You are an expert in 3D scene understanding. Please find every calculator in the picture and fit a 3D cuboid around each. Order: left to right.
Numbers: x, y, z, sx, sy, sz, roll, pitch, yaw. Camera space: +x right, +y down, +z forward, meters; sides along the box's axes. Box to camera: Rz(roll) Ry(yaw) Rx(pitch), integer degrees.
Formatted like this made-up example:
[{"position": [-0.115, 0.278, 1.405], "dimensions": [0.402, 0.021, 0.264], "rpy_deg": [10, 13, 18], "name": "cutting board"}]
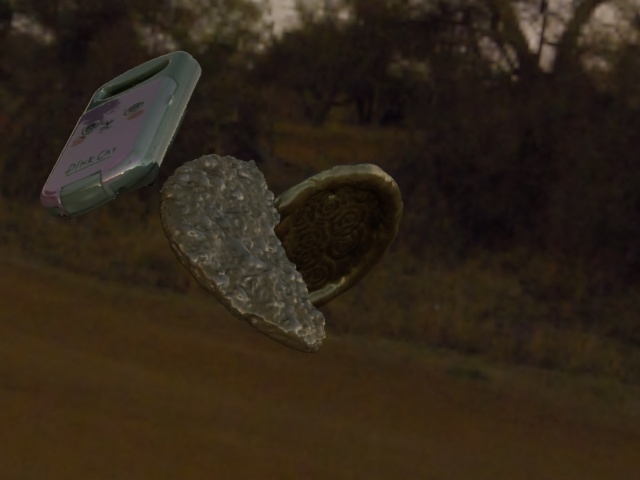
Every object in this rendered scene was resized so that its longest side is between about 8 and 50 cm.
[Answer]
[{"position": [-0.202, -0.110, 1.383], "dimensions": [0.141, 0.045, 0.246], "rpy_deg": [-19, 33, 29], "name": "calculator"}]

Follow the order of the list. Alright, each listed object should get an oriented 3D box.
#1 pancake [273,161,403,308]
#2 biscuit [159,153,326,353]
[{"position": [0.000, 0.000, 1.490], "dimensions": [0.029, 0.212, 0.235], "rpy_deg": [53, 13, 32], "name": "pancake"}, {"position": [-0.083, -0.002, 1.232], "dimensions": [0.133, 0.032, 0.250], "rpy_deg": [15, 37, -35], "name": "biscuit"}]
